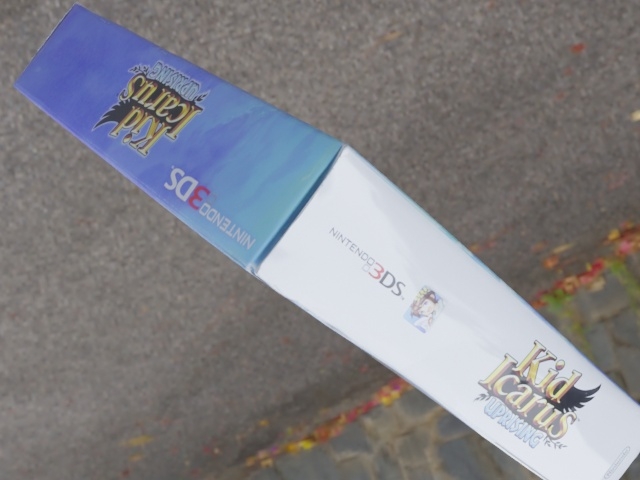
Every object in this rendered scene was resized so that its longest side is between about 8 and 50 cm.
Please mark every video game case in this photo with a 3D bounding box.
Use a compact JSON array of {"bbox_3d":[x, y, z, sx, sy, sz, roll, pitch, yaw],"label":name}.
[{"bbox_3d":[0.000,0.000,0.551,0.244,0.269,0.061,36,89,-39],"label":"video game case"}]
